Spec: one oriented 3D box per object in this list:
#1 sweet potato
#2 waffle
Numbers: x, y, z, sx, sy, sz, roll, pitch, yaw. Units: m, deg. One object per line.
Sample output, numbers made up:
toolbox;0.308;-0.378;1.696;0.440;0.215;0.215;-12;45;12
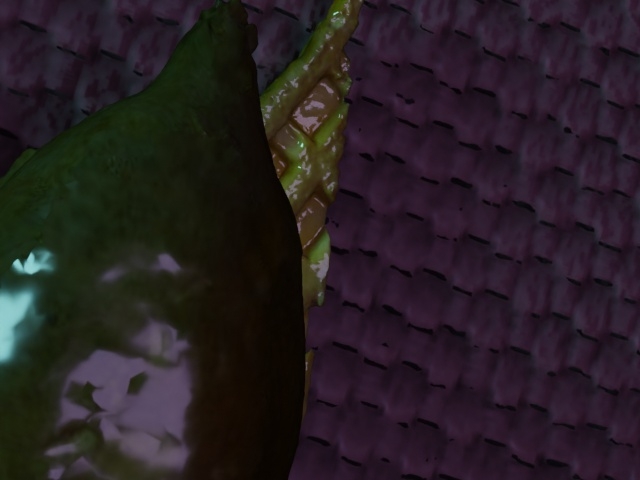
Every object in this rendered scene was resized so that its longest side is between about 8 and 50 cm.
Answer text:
sweet potato;-0.086;0.098;0.617;0.158;0.158;0.369;7;99;-26
waffle;0.000;0.000;0.737;0.125;0.032;0.191;45;74;-17
